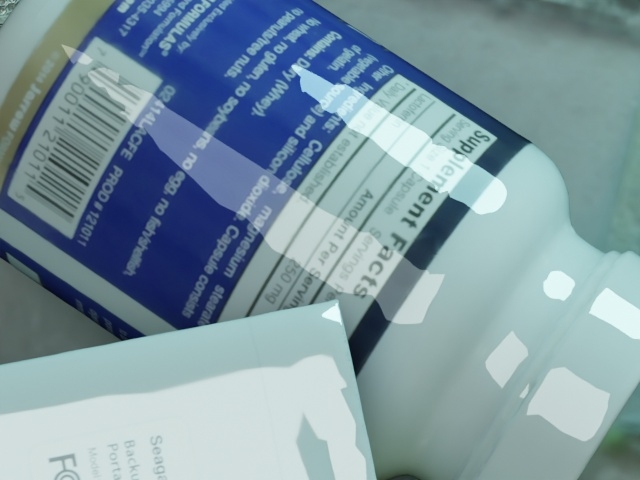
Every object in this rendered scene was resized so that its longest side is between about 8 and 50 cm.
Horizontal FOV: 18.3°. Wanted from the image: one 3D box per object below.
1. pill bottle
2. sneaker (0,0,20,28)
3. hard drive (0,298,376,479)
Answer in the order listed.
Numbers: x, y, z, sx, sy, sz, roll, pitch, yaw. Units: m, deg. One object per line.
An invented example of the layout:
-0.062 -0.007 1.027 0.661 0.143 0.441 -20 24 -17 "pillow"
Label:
0.000 0.000 0.767 0.265 0.153 0.153 34 88 8 "pill bottle"
-0.156 -0.064 0.834 0.225 0.088 0.092 -40 89 8 "sneaker"
-0.130 0.153 0.634 0.319 0.040 0.210 -11 81 -5 "hard drive"
